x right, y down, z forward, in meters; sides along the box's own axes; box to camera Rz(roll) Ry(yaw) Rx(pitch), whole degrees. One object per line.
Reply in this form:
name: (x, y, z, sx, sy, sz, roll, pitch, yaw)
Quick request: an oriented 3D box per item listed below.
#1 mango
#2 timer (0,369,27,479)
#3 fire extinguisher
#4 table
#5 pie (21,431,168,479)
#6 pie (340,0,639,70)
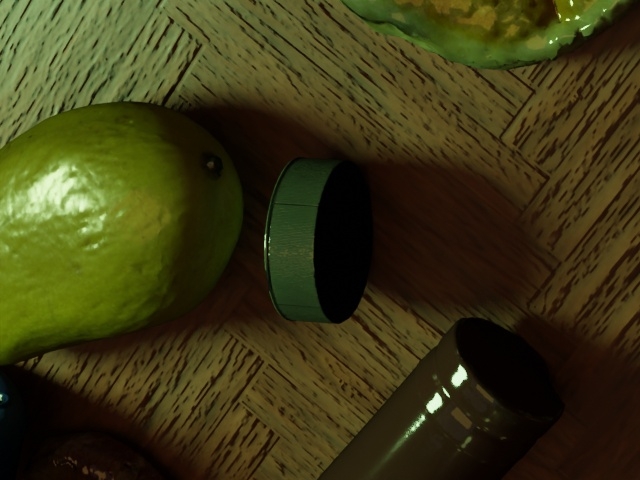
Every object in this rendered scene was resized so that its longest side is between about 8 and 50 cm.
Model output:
mango: (-0.207, -0.009, 1.628, 0.331, 0.142, 0.195, -16, 95, 30)
timer: (-0.412, 0.307, 1.753, 0.270, 0.270, 0.383, 15, 114, 19)
fire extinguisher: (0.065, 0.217, 1.602, 0.135, 0.114, 0.337, 20, 124, -33)
table: (0.000, 0.000, 1.542, 0.043, 0.133, 0.133, 4, 108, 21)
pie: (-0.210, 0.283, 1.772, 0.204, 0.054, 0.219, 21, 114, 17)
pie: (0.129, -0.290, 1.425, 0.339, 0.077, 0.339, 6, 106, 19)
